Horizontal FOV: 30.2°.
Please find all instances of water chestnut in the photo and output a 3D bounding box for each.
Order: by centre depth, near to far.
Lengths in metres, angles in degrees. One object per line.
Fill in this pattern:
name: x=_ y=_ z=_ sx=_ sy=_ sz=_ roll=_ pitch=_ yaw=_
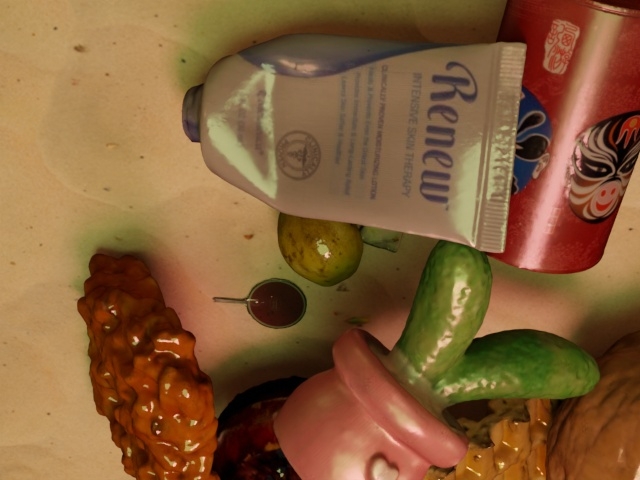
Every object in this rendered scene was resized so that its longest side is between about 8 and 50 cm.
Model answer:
water chestnut: x=-0.019 y=0.336 z=1.657 sx=0.300 sy=0.300 sz=0.300 roll=1 pitch=120 yaw=2

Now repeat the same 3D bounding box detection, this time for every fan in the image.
fan: x=-0.086 y=0.088 z=1.670 sx=0.133 sy=0.005 sz=0.085 roll=4 pitch=121 yaw=0

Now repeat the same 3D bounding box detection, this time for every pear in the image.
pear: x=0.000 y=0.000 z=1.558 sx=0.107 sy=0.107 sz=0.131 roll=-21 pitch=125 yaw=15

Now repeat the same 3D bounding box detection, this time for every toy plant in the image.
toy plant: x=0.132 y=0.190 z=1.475 sx=0.356 sy=0.210 sz=0.317 roll=-46 pitch=120 yaw=0

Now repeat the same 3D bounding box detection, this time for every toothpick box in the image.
toothpick box: x=0.286 y=-0.152 z=1.398 sx=0.204 sy=0.204 sz=0.333 roll=11 pitch=119 yaw=-3

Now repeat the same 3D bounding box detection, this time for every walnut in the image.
walnut: x=0.460 y=0.277 z=1.593 sx=0.306 sy=0.306 sz=0.344 roll=7 pitch=121 yaw=-1

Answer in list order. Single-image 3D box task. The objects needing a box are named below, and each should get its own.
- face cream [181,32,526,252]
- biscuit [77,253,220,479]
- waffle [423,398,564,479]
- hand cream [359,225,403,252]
face cream: x=0.027 y=-0.130 z=1.396 sx=0.420 sy=0.137 sz=0.235 roll=9 pitch=100 yaw=23
biscuit: x=-0.230 y=0.205 z=1.592 sx=0.110 sy=0.318 sz=0.312 roll=-16 pitch=123 yaw=-22
waffle: x=0.215 y=0.380 z=1.680 sx=0.348 sy=0.077 sz=0.304 roll=-26 pitch=126 yaw=-29
hand cream: x=0.096 y=-0.046 z=1.567 sx=0.061 sy=0.039 sz=0.143 roll=16 pitch=124 yaw=-9
